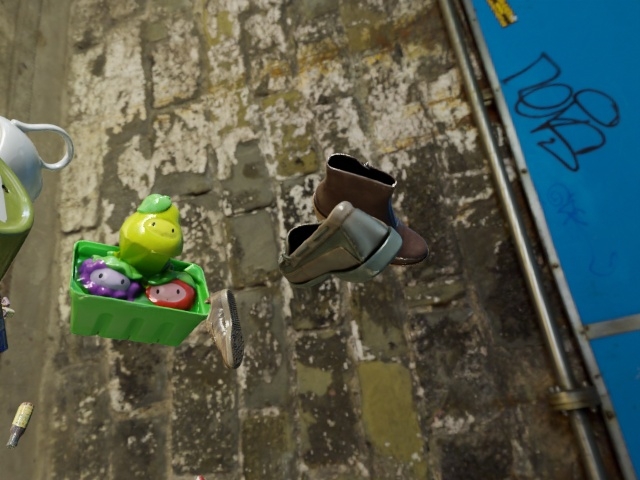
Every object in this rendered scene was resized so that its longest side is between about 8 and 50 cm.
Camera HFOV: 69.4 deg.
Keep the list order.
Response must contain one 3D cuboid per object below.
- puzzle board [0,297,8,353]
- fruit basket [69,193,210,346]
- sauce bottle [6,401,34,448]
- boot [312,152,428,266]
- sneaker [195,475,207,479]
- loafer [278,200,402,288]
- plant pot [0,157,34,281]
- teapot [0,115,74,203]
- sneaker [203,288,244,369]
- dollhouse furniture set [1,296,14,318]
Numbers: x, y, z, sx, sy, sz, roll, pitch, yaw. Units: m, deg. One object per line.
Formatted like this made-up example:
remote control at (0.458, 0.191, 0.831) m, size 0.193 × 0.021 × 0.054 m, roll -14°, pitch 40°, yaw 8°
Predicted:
puzzle board at (-0.482, 0.116, 0.644) m, size 0.096 × 0.011 × 0.128 m, roll -79°, pitch 172°, yaw -75°
fruit basket at (-0.476, 0.074, 1.268) m, size 0.283 × 0.391 × 0.392 m, roll 56°, pitch -10°, yaw 51°
sauce bottle at (-0.876, 0.539, 1.348) m, size 0.128 × 0.042 × 0.042 m, roll -102°, pitch 173°, yaw -48°
boot at (0.104, -0.044, 0.822) m, size 0.207 × 0.248 × 0.090 m, roll 112°, pitch 2°, yaw -67°
sneaker at (-0.280, 0.649, 1.028) m, size 0.087 × 0.128 × 0.221 m, roll 56°, pitch -11°, yaw -24°
loafer at (0.000, 0.000, 0.582) m, size 0.084 × 0.096 × 0.267 m, roll 45°, pitch -22°, yaw -14°
plant pot at (-0.398, 0.029, 0.365) m, size 0.275 × 0.293 × 0.275 m, roll 53°, pitch 0°, yaw 0°
teapot at (-0.691, -0.131, 0.979) m, size 0.187 × 0.255 × 0.253 m, roll 66°, pitch 21°, yaw -60°
sneaker at (-0.222, 0.205, 1.047) m, size 0.066 × 0.071 × 0.189 m, roll 51°, pitch 22°, yaw -56°
dollhouse furniture set at (-0.854, 0.205, 1.173) m, size 0.081 × 0.091 × 0.115 m, roll 26°, pitch 91°, yaw -51°
